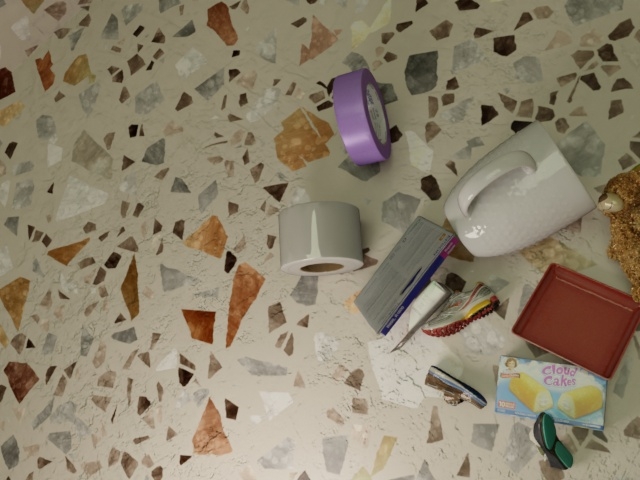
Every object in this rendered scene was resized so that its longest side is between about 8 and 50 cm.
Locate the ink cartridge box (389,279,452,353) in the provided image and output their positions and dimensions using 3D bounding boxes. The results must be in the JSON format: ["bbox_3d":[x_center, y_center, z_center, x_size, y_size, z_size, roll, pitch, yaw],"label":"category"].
[{"bbox_3d":[0.264,0.209,1.860,0.225,0.181,0.056,-46,75,7],"label":"ink cartridge box"}]

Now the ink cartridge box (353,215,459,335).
[{"bbox_3d":[0.237,0.099,1.840,0.071,0.330,0.324,36,94,-14],"label":"ink cartridge box"}]

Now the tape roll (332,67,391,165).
[{"bbox_3d":[0.127,-0.365,2.003,0.090,0.274,0.275,-12,73,21],"label":"tape roll"}]

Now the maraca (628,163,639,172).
[{"bbox_3d":[0.839,-0.132,1.754,0.185,0.099,0.127,-42,55,25],"label":"maraca"}]

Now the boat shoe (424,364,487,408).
[{"bbox_3d":[0.367,0.414,1.841,0.183,0.066,0.066,30,95,35],"label":"boat shoe"}]

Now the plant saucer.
[{"bbox_3d":[0.658,0.208,1.725,0.259,0.048,0.258,25,60,26],"label":"plant saucer"}]

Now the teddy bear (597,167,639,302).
[{"bbox_3d":[0.768,-0.002,1.667,0.113,0.245,0.338,-13,97,10],"label":"teddy bear"}]

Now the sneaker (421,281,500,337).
[{"bbox_3d":[0.381,0.196,1.880,0.225,0.088,0.093,-30,58,7],"label":"sneaker"}]

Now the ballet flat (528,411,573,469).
[{"bbox_3d":[0.562,0.502,1.683,0.074,0.203,0.074,-27,28,16],"label":"ballet flat"}]

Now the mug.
[{"bbox_3d":[0.484,-0.121,1.746,0.328,0.374,0.276,-35,64,19],"label":"mug"}]

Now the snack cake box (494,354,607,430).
[{"bbox_3d":[0.592,0.388,1.735,0.264,0.089,0.152,4,80,23],"label":"snack cake box"}]

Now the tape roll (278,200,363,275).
[{"bbox_3d":[0.000,0.000,1.986,0.246,0.246,0.169,-10,74,20],"label":"tape roll"}]
